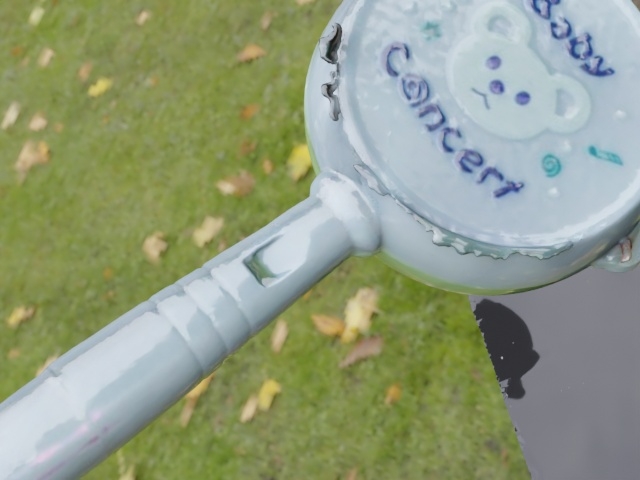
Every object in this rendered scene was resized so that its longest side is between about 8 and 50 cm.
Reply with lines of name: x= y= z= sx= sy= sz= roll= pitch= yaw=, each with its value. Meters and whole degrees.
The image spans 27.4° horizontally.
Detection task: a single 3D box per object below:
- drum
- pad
drum: x=-0.009 y=-0.019 z=0.399 sx=0.049 sy=0.253 sz=0.130 roll=119 pitch=129 yaw=-69
pad: x=0.130 y=0.105 z=0.912 sx=0.323 sy=0.055 sz=0.250 roll=-21 pitch=79 yaw=22
